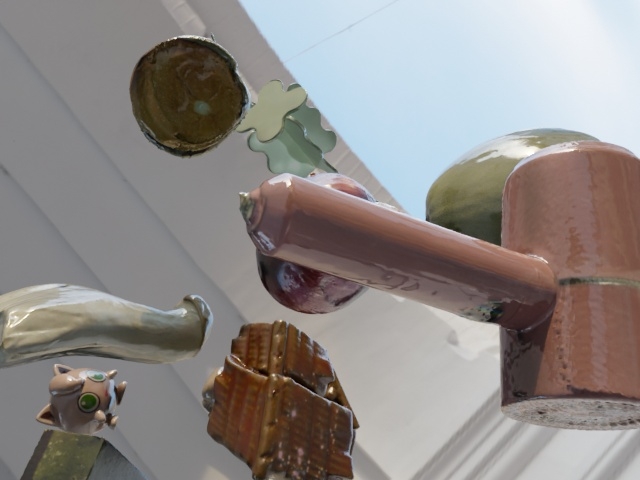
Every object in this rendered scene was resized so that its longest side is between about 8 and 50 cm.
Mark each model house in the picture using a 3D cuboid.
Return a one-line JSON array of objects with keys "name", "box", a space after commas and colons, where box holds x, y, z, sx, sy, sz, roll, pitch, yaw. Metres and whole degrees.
[{"name": "model house", "box": [-0.041, 0.224, 0.862, 0.220, 0.229, 0.199, 17, -109, 9]}]

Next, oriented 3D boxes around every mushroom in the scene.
[{"name": "mushroom", "box": [-0.293, 0.128, 0.885, 0.329, 0.159, 0.122, 8, -71, -43]}]

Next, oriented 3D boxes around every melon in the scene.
[{"name": "melon", "box": [0.315, -0.042, 0.963, 0.272, 0.308, 0.271, -29, -56, -56]}]

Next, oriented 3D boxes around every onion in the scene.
[{"name": "onion", "box": [0.000, 0.000, 0.573, 0.131, 0.131, 0.131, -4, -80, -25]}]

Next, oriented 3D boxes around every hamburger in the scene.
[{"name": "hamburger", "box": [-0.188, -0.216, 0.949, 0.177, 0.113, 0.185, 18, -92, -2]}]

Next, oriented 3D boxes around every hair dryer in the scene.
[{"name": "hair dryer", "box": [0.109, 0.003, 0.467, 0.353, 0.125, 0.210, 18, -116, -23]}]

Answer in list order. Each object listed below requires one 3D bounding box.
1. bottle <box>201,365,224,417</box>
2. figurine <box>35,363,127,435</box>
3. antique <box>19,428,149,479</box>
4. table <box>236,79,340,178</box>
[{"name": "bottle", "box": [-0.137, 0.334, 1.260, 0.209, 0.097, 0.110, 33, -91, -2]}, {"name": "figurine", "box": [-0.423, 0.284, 1.141, 0.138, 0.125, 0.125, 21, -91, -17]}, {"name": "antique", "box": [-0.262, 0.313, 0.772, 0.220, 0.082, 0.080, 72, -153, -48]}, {"name": "table", "box": [-0.053, -0.204, 1.309, 0.166, 0.167, 0.198, -53, -42, -9]}]
